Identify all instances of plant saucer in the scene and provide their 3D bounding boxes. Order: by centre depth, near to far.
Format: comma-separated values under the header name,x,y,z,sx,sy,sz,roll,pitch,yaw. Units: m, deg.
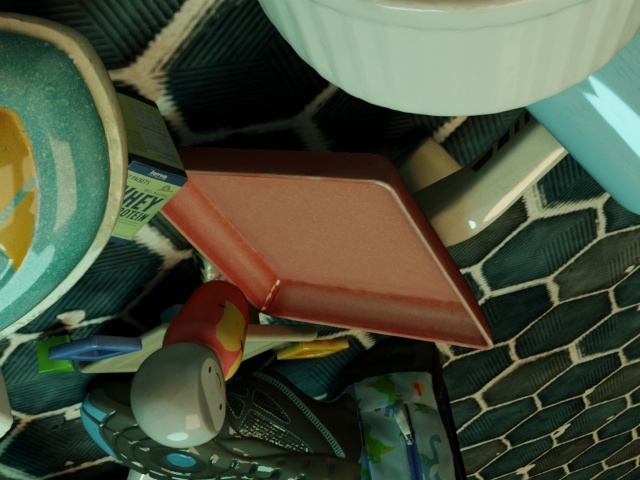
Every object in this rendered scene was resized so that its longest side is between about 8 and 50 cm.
name,x,y,z,sx,sy,sz,roll,pitch,yaw
plant saucer,0.000,0.000,0.830,0.258,0.048,0.259,6,150,33

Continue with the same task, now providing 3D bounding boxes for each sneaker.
name,x,y,z,sx,sy,sz,roll,pitch,yaw
sneaker,-0.088,0.027,0.970,0.069,0.038,0.098,-22,158,-11
sneaker,-0.109,0.215,1.133,0.340,0.140,0.125,20,145,-18

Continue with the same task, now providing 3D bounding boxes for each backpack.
name,x,y,z,sx,sy,sz,roll,pitch,yaw
backpack,0.093,0.355,1.287,0.273,0.356,0.290,-12,147,-18

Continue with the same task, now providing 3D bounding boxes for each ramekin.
name,x,y,z,sx,sy,sz,roll,pitch,yaw
ramekin,0.074,-0.203,0.526,0.277,0.277,0.135,-25,156,-2

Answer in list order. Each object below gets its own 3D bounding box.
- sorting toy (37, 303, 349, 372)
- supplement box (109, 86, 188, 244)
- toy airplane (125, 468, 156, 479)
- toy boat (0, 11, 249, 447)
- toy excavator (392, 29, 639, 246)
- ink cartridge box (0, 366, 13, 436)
name,x,y,z,sx,sy,sz,roll,pitch,yaw
sorting toy,-0.129,0.101,1.008,0.347,0.047,0.196,6,161,-42
supplement box,-0.158,-0.058,0.740,0.083,0.083,0.056,-42,146,24
toy airplane,-0.300,0.444,1.197,0.386,0.272,0.384,16,121,-41
toy boat,-0.183,0.007,0.636,0.318,0.148,0.267,35,117,-10
toy excavator,0.205,-0.109,0.746,0.445,0.433,0.222,-44,102,7
ink cartridge box,-0.409,0.109,0.770,0.198,0.115,0.273,-27,149,2
